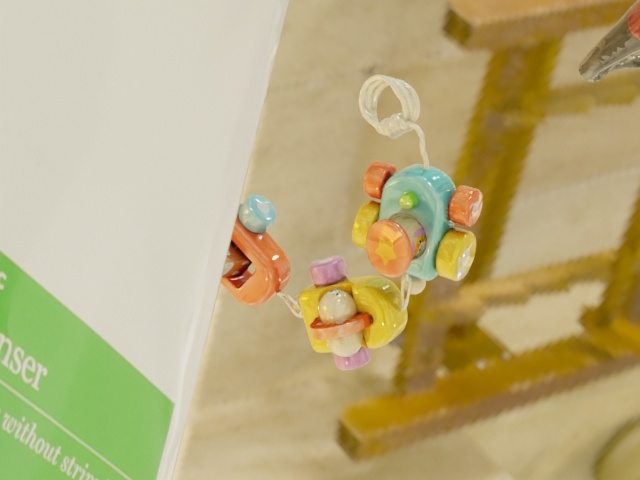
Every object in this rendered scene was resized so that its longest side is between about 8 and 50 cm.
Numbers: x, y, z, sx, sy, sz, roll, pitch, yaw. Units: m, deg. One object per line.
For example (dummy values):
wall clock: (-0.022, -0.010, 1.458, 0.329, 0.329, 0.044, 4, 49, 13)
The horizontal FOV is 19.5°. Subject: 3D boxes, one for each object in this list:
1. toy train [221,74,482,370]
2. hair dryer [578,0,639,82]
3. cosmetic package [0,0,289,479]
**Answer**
toy train: (0.000, 0.000, 0.917, 0.166, 0.125, 0.046, -40, 176, 37)
hair dryer: (0.209, -0.126, 0.801, 0.223, 0.080, 0.293, -39, 168, 12)
cosmetic package: (-0.122, -0.063, 0.539, 0.197, 0.155, 0.365, 48, 50, -55)
